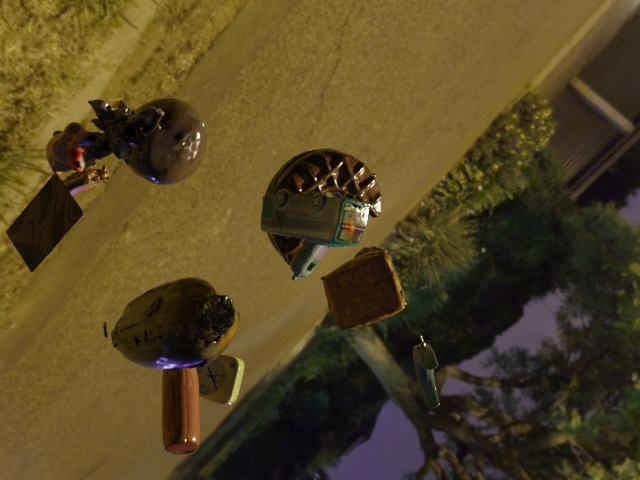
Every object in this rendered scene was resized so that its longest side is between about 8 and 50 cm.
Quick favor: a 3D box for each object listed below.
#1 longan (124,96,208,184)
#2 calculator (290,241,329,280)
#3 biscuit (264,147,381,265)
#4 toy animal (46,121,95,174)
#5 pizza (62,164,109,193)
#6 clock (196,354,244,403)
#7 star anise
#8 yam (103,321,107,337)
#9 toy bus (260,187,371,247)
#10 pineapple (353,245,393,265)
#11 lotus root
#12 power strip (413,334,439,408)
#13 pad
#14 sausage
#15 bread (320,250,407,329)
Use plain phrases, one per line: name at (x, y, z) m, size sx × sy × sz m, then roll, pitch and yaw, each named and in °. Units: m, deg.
longan at (-0.561, -0.359, 1.993) m, size 0.319 × 0.319 × 0.319 m, roll -41°, pitch 167°, yaw -11°
calculator at (0.000, 0.000, 1.401) m, size 0.246 × 0.045 × 0.141 m, roll -54°, pitch 170°, yaw -2°
biscuit at (-0.002, -0.116, 1.531) m, size 0.366 × 0.268 × 0.115 m, roll -35°, pitch -157°, yaw -21°
toy animal at (-0.858, -0.313, 1.907) m, size 0.197 × 0.172 × 0.171 m, roll -1°, pitch -164°, yaw 35°
pizza at (-0.950, -0.242, 2.208) m, size 0.289 × 0.082 × 0.228 m, roll -15°, pitch -169°, yaw 42°
clock at (-0.402, 0.492, 2.008) m, size 0.069 × 0.231 × 0.170 m, roll 51°, pitch 51°, yaw -70°
star anise at (-0.552, -0.311, 1.530) m, size 0.283 × 0.212 × 0.129 m, roll -46°, pitch 149°, yaw -28°
yam at (-0.813, 0.340, 2.080) m, size 0.014 × 0.014 × 0.107 m, roll -35°, pitch 158°, yaw -37°
toy bus at (-0.018, -0.049, 1.084) m, size 0.091 × 0.261 × 0.109 m, roll 7°, pitch 92°, yaw -38°
pineapple at (0.188, 0.123, 1.964) m, size 0.166 × 0.166 × 0.193 m, roll -37°, pitch 133°, yaw -29°
lotus root at (-0.314, 0.186, 1.198) m, size 0.397 × 0.195 × 0.179 m, roll -21°, pitch -134°, yaw 45°
power strip at (0.295, 0.356, 1.542) m, size 0.044 × 0.137 × 0.216 m, roll -11°, pitch 125°, yaw 0°
pad at (-1.040, -0.066, 2.064) m, size 0.330 × 0.220 × 0.004 m, roll -45°, pitch 163°, yaw 12°
sausage at (-0.458, 0.534, 1.803) m, size 0.121 × 0.304 × 0.121 m, roll -8°, pitch 145°, yaw -6°
bread at (0.132, 0.157, 1.728) m, size 0.235 × 0.211 × 0.099 m, roll -21°, pitch -178°, yaw 4°
